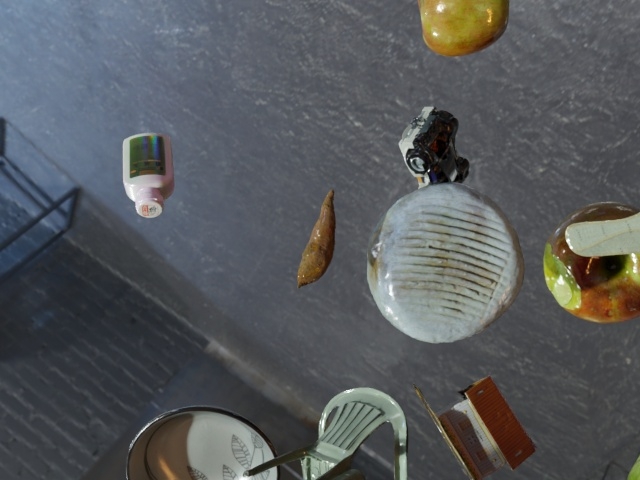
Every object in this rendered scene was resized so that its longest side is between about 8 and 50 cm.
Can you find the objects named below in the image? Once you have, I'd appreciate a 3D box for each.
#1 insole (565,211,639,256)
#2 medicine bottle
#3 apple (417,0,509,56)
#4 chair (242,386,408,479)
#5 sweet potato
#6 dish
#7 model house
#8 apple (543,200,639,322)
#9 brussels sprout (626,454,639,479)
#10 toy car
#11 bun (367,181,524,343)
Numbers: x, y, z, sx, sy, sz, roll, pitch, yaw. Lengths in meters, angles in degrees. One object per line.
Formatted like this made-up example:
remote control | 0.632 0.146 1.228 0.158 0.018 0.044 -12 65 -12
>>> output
insole | 0.663 -0.016 1.492 0.348 0.009 0.119 -10 108 54
medicine bottle | -0.405 -0.155 1.685 0.115 0.219 0.078 -5 143 -9
apple | 0.280 -0.459 1.400 0.195 0.196 0.196 26 143 22
chair | 0.021 0.394 1.210 0.203 0.274 0.191 4 108 41
sweet potato | 0.004 0.004 1.491 0.068 0.226 0.068 18 166 4
dish | -0.236 0.443 1.468 0.316 0.106 0.317 -2 115 -4
model house | 0.282 0.325 1.306 0.219 0.135 0.207 60 180 13
apple | 0.780 0.060 1.946 0.339 0.339 0.340 26 143 22
brussels sprout | 0.765 0.540 1.514 0.210 0.219 0.272 -5 103 3
toy car | 0.298 -0.189 1.871 0.117 0.193 0.301 7 140 32
bun | 0.271 0.054 1.604 0.362 0.362 0.211 42 169 -1
